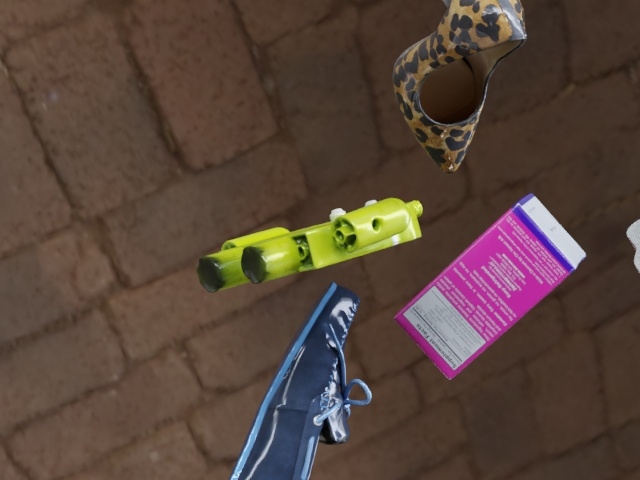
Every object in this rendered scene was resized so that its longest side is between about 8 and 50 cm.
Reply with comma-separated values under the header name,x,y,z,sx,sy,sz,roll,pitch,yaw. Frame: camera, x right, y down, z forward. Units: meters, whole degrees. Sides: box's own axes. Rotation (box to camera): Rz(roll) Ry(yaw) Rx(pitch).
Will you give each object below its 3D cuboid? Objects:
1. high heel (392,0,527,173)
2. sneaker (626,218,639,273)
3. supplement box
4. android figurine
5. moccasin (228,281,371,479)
name,x,y,z,sx,sy,sz,roll,pitch,yaw
high heel,0.147,-0.148,1.432,0.093,0.186,0.261,-18,125,-16
sneaker,0.423,0.027,1.800,0.051,0.134,0.070,-33,111,15
supplement box,0.215,0.058,1.833,0.220,0.114,0.111,-43,175,19
android figurine,0.000,0.000,1.647,0.273,0.248,0.056,-18,93,-38
moccasin,-0.019,0.221,1.750,0.117,0.138,0.342,24,80,-1
